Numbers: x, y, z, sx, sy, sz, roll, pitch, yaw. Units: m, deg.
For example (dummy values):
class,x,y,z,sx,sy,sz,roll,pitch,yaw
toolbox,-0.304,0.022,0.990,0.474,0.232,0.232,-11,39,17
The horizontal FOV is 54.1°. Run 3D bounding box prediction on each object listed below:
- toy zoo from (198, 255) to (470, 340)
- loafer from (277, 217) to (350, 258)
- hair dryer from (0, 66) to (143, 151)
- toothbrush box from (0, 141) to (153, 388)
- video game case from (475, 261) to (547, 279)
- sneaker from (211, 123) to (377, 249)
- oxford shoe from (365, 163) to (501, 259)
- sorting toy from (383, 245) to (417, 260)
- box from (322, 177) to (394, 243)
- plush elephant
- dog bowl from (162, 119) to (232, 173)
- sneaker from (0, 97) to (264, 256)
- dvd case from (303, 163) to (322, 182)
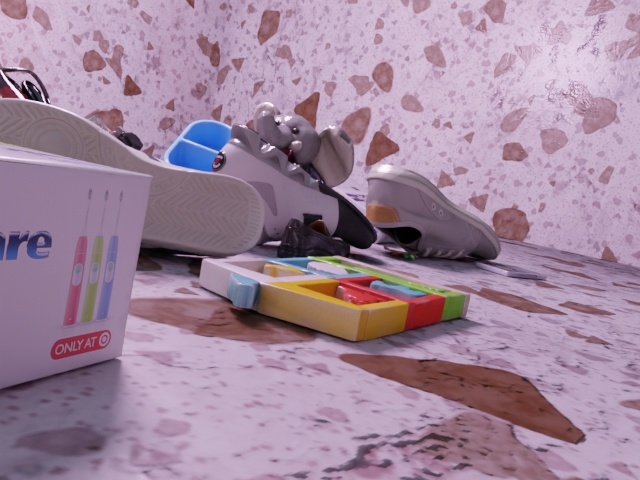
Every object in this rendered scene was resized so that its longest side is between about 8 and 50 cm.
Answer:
class,x,y,z,sx,sy,sz,roll,pitch,yaw
toy zoo,0.013,0.053,0.655,0.192,0.030,0.293,15,8,33
loafer,0.000,0.000,0.957,0.062,0.061,0.170,12,6,28
hair dryer,-0.388,-0.131,0.843,0.223,0.080,0.294,30,21,-7
toothbrush box,-0.274,-0.013,0.341,0.283,0.122,0.206,12,5,21
video game case,0.391,0.062,1.286,0.121,0.011,0.087,7,8,-33
sneaker,-0.050,-0.044,1.043,0.330,0.146,0.122,32,-6,-31
oxford shoe,0.234,-0.021,1.317,0.169,0.130,0.449,8,-12,42
sorting toy,0.155,0.026,1.207,0.061,0.012,0.083,15,3,-4
box,0.067,-0.102,1.521,0.322,0.059,0.232,38,17,23
plush elephant,-0.086,-0.151,1.268,0.271,0.256,0.330,13,7,22
dog bowl,-0.285,-0.196,1.513,0.165,0.074,0.297,21,39,0
sneaker,-0.248,-0.054,0.741,0.349,0.131,0.148,21,-12,-25
dvd case,-0.100,-0.145,1.433,0.221,0.165,0.018,-3,23,31
